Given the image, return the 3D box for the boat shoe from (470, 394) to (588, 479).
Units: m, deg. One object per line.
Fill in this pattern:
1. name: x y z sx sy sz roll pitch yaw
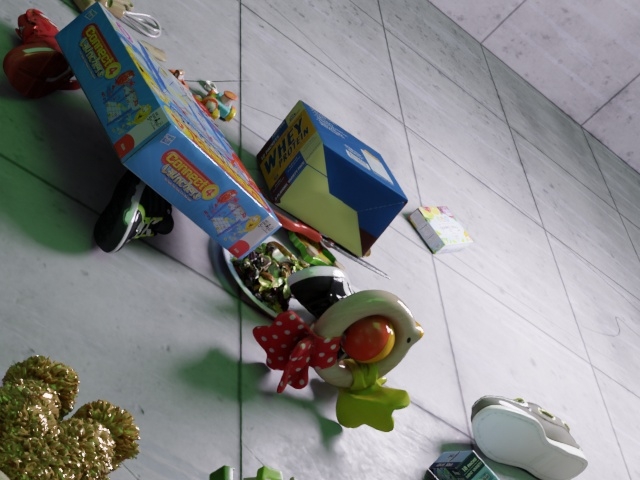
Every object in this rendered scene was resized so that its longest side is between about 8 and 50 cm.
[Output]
1. boat shoe: 0.349 0.330 1.987 0.305 0.109 0.091 33 28 -39

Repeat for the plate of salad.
1. plate of salad: -0.071 0.048 1.815 0.200 0.048 0.200 36 28 -23

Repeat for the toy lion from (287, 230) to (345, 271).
1. toy lion: -0.011 0.016 1.975 0.100 0.034 0.096 31 22 -30

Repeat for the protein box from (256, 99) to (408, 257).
1. protein box: 0.018 -0.111 2.025 0.199 0.136 0.201 32 17 -26

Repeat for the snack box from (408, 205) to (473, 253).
1. snack box: 0.253 -0.023 2.418 0.100 0.037 0.141 56 27 16

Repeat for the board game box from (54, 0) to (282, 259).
1. board game box: -0.221 -0.158 1.688 0.308 0.086 0.302 44 10 -52

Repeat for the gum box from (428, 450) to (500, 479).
1. gum box: 0.255 0.395 1.720 0.184 0.041 0.157 47 -14 2

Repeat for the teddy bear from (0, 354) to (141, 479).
1. teddy bear: -0.298 0.220 1.156 0.245 0.113 0.338 50 26 12

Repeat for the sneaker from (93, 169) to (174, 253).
1. sneaker: -0.246 -0.043 1.637 0.097 0.084 0.235 40 26 -16

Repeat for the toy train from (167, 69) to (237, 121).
1. toy train: -0.210 -0.268 2.058 0.125 0.046 0.166 56 27 17

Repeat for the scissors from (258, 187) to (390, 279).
1. scissors: 0.000 0.000 1.965 0.297 0.021 0.109 36 12 -9

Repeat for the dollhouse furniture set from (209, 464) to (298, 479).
1. dollhouse furniture set: -0.065 0.324 1.412 0.151 0.076 0.059 26 45 -34

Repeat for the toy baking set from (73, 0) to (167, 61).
1. toy baking set: -0.373 -0.425 2.052 0.256 0.030 0.196 53 26 14

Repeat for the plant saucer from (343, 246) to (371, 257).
1. plant saucer: 0.058 0.003 2.111 0.083 0.015 0.083 35 28 -22

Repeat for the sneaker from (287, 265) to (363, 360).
1. sneaker: 0.029 0.120 1.784 0.217 0.079 0.121 31 40 -58

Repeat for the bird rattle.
1. bird rattle: 0.037 0.152 1.677 0.253 0.207 0.143 41 6 -32

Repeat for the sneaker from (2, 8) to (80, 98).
1. sneaker: -0.435 -0.284 1.723 0.128 0.087 0.221 42 13 9
